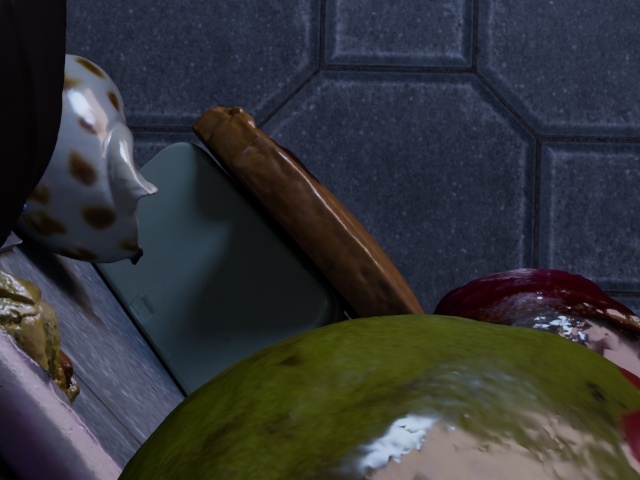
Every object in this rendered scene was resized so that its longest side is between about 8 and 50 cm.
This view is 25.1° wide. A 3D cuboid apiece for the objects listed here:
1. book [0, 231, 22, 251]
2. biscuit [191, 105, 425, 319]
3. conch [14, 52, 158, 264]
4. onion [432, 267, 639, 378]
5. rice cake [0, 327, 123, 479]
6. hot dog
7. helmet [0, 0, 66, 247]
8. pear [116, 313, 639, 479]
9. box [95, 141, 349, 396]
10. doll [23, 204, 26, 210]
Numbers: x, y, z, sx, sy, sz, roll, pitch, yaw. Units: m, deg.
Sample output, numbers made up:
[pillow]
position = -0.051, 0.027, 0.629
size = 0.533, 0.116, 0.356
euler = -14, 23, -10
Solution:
[book]
position = -0.327, -0.057, 1.212
size = 0.182, 0.014, 0.127
euler = 47, 1, -5
[biscuit]
position = 0.001, -0.001, 1.586
size = 0.350, 0.078, 0.455
euler = 54, -4, -21
[conch]
position = -0.262, -0.091, 1.382
size = 0.148, 0.183, 0.275
euler = 6, 22, -29
[onion]
position = 0.112, 0.219, 1.304
size = 0.420, 0.399, 0.398
euler = 3, 1, 0
[rice cake]
position = -0.182, 0.078, 0.795
size = 0.270, 0.055, 0.049
euler = 49, -19, 6
[hot dog]
position = -0.196, 0.054, 0.896
size = 0.169, 0.061, 0.078
euler = 46, 3, -39
[helmet]
position = -0.238, -0.077, 0.618
size = 0.305, 0.225, 0.177
euler = 35, 40, -53
[pear]
position = 0.034, 0.165, 0.611
size = 0.287, 0.287, 0.375
euler = 47, 17, 28
[box]
position = -0.054, 0.109, 1.620
size = 0.352, 0.177, 0.344
euler = 47, -1, 43
[doll]
position = -0.288, -0.066, 1.177
size = 0.143, 0.057, 0.099
euler = 46, 23, -41
